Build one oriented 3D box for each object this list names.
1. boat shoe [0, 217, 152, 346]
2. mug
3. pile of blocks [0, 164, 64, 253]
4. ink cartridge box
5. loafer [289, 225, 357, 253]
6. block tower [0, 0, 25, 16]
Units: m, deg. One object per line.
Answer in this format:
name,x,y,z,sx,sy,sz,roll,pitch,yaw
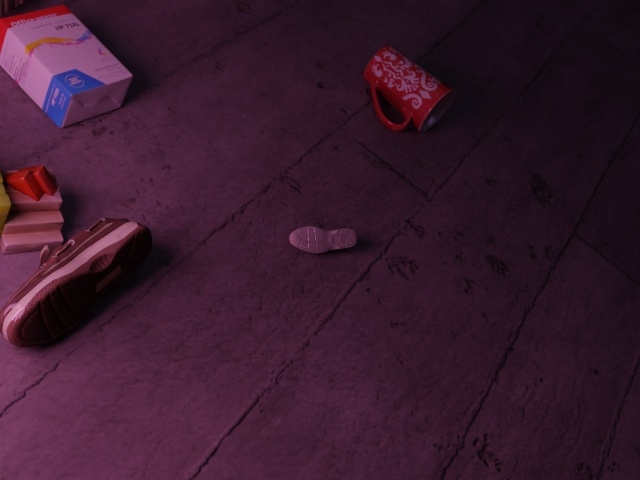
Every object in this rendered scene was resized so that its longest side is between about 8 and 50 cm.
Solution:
boat shoe,-0.344,0.049,1.225,0.095,0.095,0.257,23,38,23
mug,0.170,-0.312,1.863,0.169,0.113,0.150,43,40,13
pile of blocks,-0.511,-0.084,1.206,0.362,0.112,0.149,16,45,-20
ink cartridge box,-0.436,-0.302,1.481,0.231,0.078,0.134,45,42,12
loafer,0.000,0.000,1.523,0.125,0.039,0.045,0,86,-30
block tower,-0.521,-0.466,1.534,0.097,0.091,0.335,16,37,10
